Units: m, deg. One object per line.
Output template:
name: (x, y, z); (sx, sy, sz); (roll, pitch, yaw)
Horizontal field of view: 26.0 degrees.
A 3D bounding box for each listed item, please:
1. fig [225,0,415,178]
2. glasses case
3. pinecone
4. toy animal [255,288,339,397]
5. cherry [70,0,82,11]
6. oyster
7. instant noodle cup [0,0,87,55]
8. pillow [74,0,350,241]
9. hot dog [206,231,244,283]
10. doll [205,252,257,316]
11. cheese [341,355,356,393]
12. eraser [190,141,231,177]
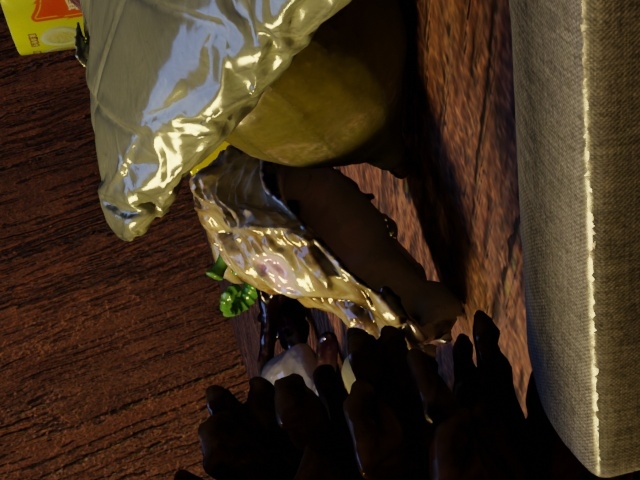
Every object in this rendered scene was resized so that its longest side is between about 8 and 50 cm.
fig: (0.003, -0.105, 0.711); (0.133, 0.184, 0.127); (48, 118, 45)
glasses case: (0.083, -0.026, 0.404); (0.071, 0.047, 0.205); (-113, 10, -51)
pinecone: (0.023, 0.123, 0.532); (0.169, 0.212, 0.186); (-118, 24, -56)
toy animal: (-0.025, 0.148, 1.412); (0.324, 0.090, 0.195); (-131, 32, -75)
cherry: (-0.127, -0.247, 0.993); (0.266, 0.183, 0.213); (60, -173, -21)
oyster: (0.000, 0.000, 0.770); (0.163, 0.081, 0.191); (35, -156, -18)
instant noodle cup: (-0.212, -0.314, 1.325); (0.311, 0.221, 0.311); (163, 90, -83)
pillow: (-0.045, -0.182, 0.586); (0.274, 0.076, 0.281); (-44, 52, 45)
hot dog: (-0.108, -0.070, 1.602); (0.073, 0.084, 0.243); (94, 160, -72)
doll: (-0.083, 0.014, 1.501); (0.050, 0.115, 0.190); (32, 151, 25)
cheese: (0.056, 0.127, 0.915); (0.235, 0.049, 0.127); (121, 133, -82)
eraser: (-0.087, -0.108, 1.314); (0.045, 0.097, 0.122); (-118, 13, -57)
